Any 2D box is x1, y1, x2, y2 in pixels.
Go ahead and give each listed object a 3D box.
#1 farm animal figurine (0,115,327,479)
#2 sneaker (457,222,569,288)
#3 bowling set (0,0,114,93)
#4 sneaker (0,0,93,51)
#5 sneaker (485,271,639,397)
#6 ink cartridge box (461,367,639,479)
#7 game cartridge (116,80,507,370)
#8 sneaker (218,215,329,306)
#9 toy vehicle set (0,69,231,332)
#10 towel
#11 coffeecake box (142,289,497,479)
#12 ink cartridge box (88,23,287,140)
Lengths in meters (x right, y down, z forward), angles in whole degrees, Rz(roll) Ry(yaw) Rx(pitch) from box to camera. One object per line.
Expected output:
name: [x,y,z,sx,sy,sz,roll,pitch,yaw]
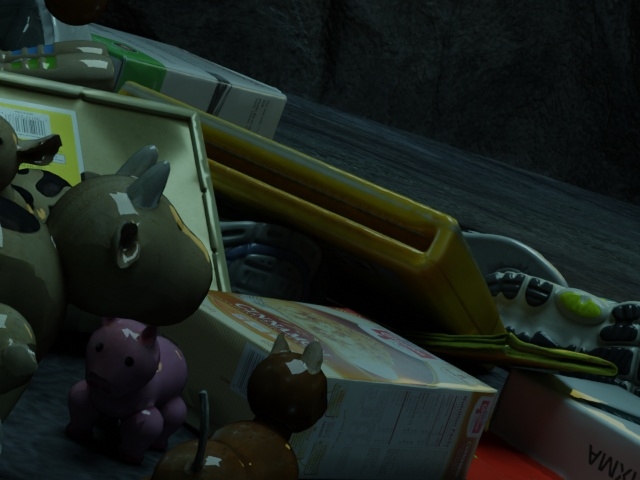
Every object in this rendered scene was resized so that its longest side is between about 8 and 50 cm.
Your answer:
farm animal figurine: [-0.151,0.019,0.759,0.326,0.172,0.330,12,12,-41]
sneaker: [0.184,0.023,1.764,0.216,0.079,0.121,23,11,22]
bowling set: [-0.248,-0.128,1.319,0.154,0.200,0.287,-2,8,-10]
sneaker: [-0.305,-0.144,1.668,0.104,0.147,0.296,43,22,-45]
sneaker: [0.262,0.098,1.454,0.275,0.107,0.110,25,1,24]
ink cartridge box: [0.211,0.162,1.081,0.239,0.060,0.275,14,11,-42]
game cartridge: [0.000,0.000,1.301,0.285,0.053,0.324,24,-12,20]
sneaker: [-0.144,0.004,1.169,0.297,0.111,0.129,23,-5,-26]
toy vehicle set: [-0.186,-0.028,1.018,0.266,0.035,0.166,9,56,-34]
towel: [0.110,0.079,1.217,0.102,0.021,0.237,10,-5,-29]
coffeecake box: [-0.005,0.089,1.002,0.142,0.068,0.185,27,11,40]
ink cartridge box: [-0.213,-0.167,1.880,0.211,0.122,0.289,27,11,36]
